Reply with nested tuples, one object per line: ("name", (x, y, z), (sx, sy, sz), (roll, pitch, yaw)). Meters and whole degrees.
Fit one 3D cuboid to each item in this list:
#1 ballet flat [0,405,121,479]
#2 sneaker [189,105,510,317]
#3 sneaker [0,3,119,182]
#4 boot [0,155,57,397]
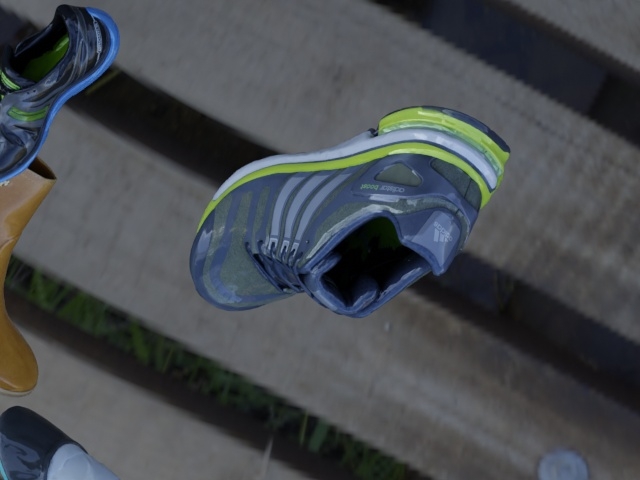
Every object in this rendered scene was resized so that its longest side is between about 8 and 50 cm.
("ballet flat", (-0.229, 0.283, 1.916), (0.096, 0.095, 0.280), (-14, 109, 31))
("sneaker", (0.000, 0.000, 1.391), (0.111, 0.121, 0.300), (41, 140, -22))
("sneaker", (-0.246, -0.123, 1.575), (0.188, 0.078, 0.067), (-48, 55, 14))
("boot", (-0.327, 0.010, 1.878), (0.211, 0.104, 0.295), (-39, 117, 17))
